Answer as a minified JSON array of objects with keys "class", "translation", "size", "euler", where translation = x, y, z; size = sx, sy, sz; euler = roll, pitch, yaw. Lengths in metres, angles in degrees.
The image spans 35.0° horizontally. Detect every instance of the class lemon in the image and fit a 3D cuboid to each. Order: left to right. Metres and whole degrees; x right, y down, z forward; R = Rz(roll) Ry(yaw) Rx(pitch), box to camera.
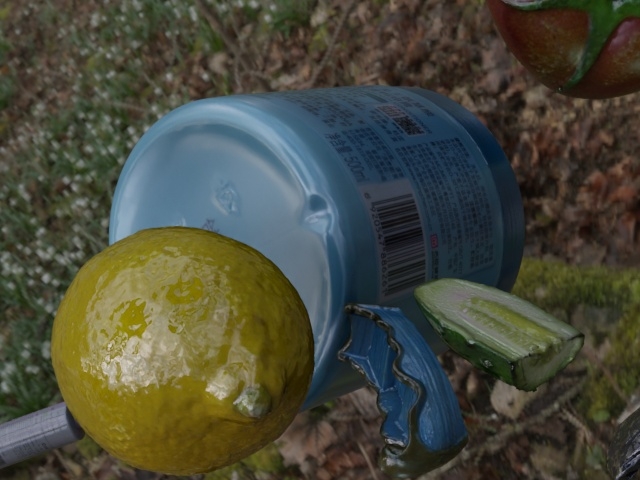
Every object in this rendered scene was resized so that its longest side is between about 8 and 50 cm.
[{"class":"lemon","translation":[-0.099,0.080,0.746],"size":[0.244,0.187,0.187],"euler":[3,56,56]}]

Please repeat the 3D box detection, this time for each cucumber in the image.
[{"class":"cucumber","translation":[0.105,0.058,0.650],"size":[0.067,0.035,0.107],"euler":[-19,34,-32]}]

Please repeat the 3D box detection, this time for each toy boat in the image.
[{"class":"toy boat","translation":[0.055,0.122,0.816],"size":[0.077,0.075,0.185],"euler":[-4,33,-18]}]

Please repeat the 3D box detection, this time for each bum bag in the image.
[{"class":"bum bag","translation":[0.475,0.224,1.358],"size":[0.248,0.069,0.102],"euler":[-43,29,17]}]

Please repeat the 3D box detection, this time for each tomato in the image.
[{"class":"tomato","translation":[0.330,-0.328,1.194],"size":[0.303,0.303,0.239],"euler":[-12,26,11]}]

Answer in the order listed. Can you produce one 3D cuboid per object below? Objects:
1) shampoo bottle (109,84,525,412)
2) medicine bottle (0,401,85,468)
[{"class":"shampoo bottle","translation":[0.000,0.000,1.101],"size":[0.331,0.343,0.331],"euler":[7,102,36]},{"class":"medicine bottle","translation":[-0.355,0.248,1.343],"size":[0.199,0.057,0.057],"euler":[-21,56,6]}]
